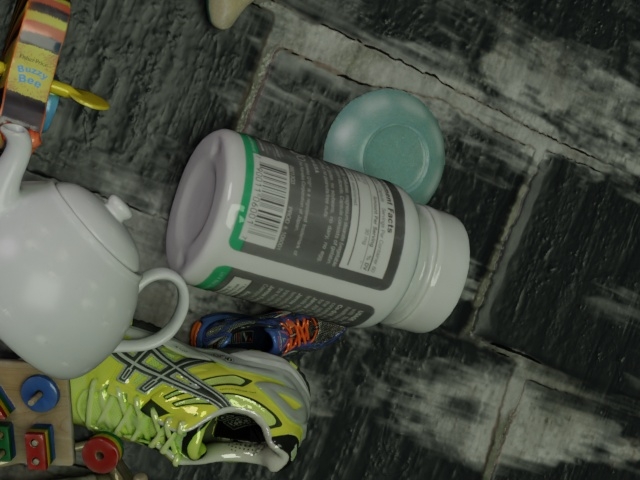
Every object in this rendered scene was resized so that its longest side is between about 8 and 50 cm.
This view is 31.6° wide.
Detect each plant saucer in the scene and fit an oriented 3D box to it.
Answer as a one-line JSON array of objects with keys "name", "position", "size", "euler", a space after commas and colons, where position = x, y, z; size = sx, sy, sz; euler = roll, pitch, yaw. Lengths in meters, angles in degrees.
[{"name": "plant saucer", "position": [0.099, -0.115, 1.590], "size": [0.194, 0.037, 0.195], "euler": [-3, 99, -23]}]

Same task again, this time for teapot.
[{"name": "teapot", "position": [-0.288, 0.023, 1.288], "size": [0.187, 0.256, 0.252], "euler": [-40, 81, -2]}]

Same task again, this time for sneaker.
[{"name": "sneaker", "position": [-0.060, 0.132, 1.530], "size": [0.221, 0.087, 0.083], "euler": [-11, 103, -22]}, {"name": "sneaker", "position": [-0.199, 0.197, 1.403], "size": [0.384, 0.147, 0.145], "euler": [6, 117, -6]}]

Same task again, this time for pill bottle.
[{"name": "pill bottle", "position": [0.000, 0.000, 1.472], "size": [0.361, 0.204, 0.204], "euler": [17, 91, -25]}]

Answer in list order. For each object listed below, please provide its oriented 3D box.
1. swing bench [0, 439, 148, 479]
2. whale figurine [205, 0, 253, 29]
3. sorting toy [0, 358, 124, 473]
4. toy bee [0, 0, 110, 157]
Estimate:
[{"name": "swing bench", "position": [-0.349, 0.400, 1.408], "size": [0.253, 0.165, 0.255], "euler": [-7, 107, -23]}, {"name": "whale figurine", "position": [-0.161, -0.395, 1.399], "size": [0.216, 0.141, 0.272], "euler": [-45, 137, -11]}, {"name": "sorting toy", "position": [-0.377, 0.212, 1.354], "size": [0.274, 0.046, 0.132], "euler": [2, 106, 9]}, {"name": "toy bee", "position": [-0.341, -0.158, 1.322], "size": [0.195, 0.162, 0.298], "euler": [-6, 101, -25]}]
